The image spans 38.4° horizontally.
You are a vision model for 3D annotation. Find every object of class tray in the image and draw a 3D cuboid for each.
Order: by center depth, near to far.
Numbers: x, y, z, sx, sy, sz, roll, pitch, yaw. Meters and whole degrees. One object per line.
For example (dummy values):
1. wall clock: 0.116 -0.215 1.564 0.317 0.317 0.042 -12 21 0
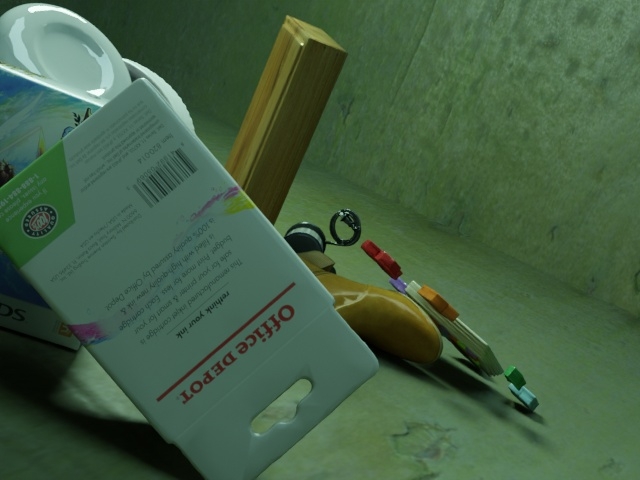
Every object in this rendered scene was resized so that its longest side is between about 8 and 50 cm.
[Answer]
1. tray: -0.090 -0.152 1.520 0.076 0.411 0.203 19 18 -20

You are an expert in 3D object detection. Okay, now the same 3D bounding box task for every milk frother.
1. milk frother: 0.000 0.000 1.710 0.129 0.143 0.135 29 9 -2

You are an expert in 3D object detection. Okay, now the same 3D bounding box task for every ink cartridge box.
1. ink cartridge box: -0.130 0.047 0.893 0.353 0.207 0.119 50 -6 -1

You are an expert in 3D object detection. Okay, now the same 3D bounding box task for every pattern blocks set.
1. pattern blocks set: 0.208 0.142 1.463 0.325 0.026 0.285 41 -5 41

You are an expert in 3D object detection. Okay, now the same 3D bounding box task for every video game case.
1. video game case: -0.332 -0.045 0.987 0.244 0.270 0.061 19 11 -11

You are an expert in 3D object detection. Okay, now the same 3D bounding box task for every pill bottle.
1. pill bottle: -0.389 -0.135 1.146 0.181 0.323 0.181 29 44 -32

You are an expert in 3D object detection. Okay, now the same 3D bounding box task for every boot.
1. boot: 0.023 0.119 1.383 0.295 0.104 0.211 34 27 20

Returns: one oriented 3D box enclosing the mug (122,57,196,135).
1. mug: -0.379 -0.140 1.450 0.374 0.276 0.328 -9 7 0
